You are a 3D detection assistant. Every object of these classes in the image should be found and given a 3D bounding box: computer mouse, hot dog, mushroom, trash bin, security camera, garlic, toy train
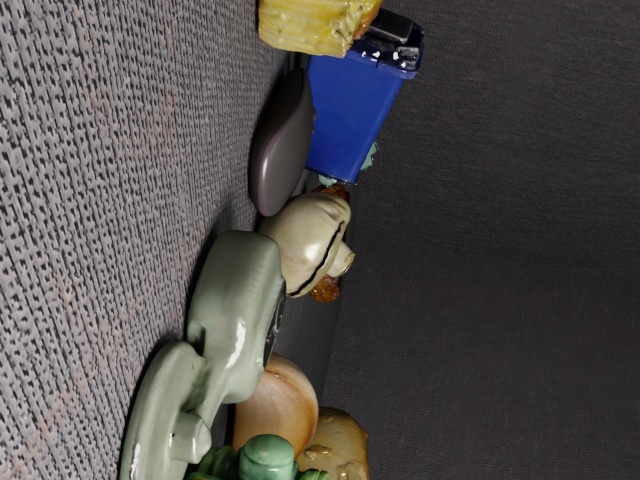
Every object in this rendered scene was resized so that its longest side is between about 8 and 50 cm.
[{"bbox_3d":[-0.041,-0.127,0.959,0.232,0.057,0.120,-74,172,-51],"label":"computer mouse"},{"bbox_3d":[0.002,-0.001,1.432,0.160,0.099,0.226,87,11,-67],"label":"hot dog"},{"bbox_3d":[-0.016,0.003,0.983,0.154,0.122,0.154,-53,-166,20],"label":"mushroom"},{"bbox_3d":[0.031,-0.220,1.111,0.162,0.184,0.234,-68,179,-56],"label":"trash bin"},{"bbox_3d":[-0.096,0.120,0.689,0.301,0.080,0.157,-71,169,-50],"label":"security camera"},{"bbox_3d":[-0.072,0.203,0.998,0.115,0.128,0.206,-115,-162,-54],"label":"garlic"},{"bbox_3d":[-0.081,0.340,0.793,0.188,0.159,0.271,-51,151,-68],"label":"toy train"}]

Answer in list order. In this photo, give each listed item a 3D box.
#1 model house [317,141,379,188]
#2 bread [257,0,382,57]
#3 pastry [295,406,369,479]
[{"bbox_3d":[0.019,-0.197,1.360,0.148,0.119,0.148,-122,-170,-60],"label":"model house"},{"bbox_3d":[0.009,-0.316,0.787,0.179,0.133,0.250,-80,178,-59],"label":"bread"},{"bbox_3d":[-0.028,0.441,1.370,0.315,0.184,0.284,109,-13,-48],"label":"pastry"}]
